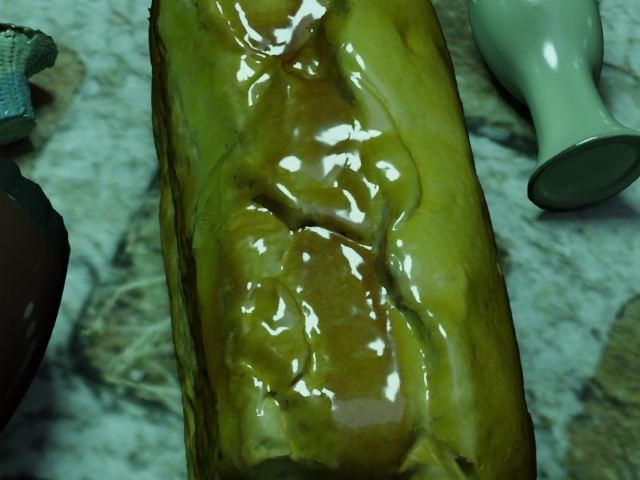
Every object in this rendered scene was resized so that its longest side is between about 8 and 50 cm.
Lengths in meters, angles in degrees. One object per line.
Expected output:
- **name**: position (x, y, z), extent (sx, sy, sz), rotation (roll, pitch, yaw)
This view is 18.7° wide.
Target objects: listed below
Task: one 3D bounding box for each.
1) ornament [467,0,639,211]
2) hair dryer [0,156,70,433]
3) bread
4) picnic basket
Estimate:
- **ornament**: position (0.128, -0.097, 1.080), extent (0.075, 0.081, 0.156), rotation (-25, 56, 13)
- **hair dryer**: position (-0.304, 0.016, 0.813), extent (0.340, 0.123, 0.312), rotation (41, 61, 0)
- **bread**: position (0.006, -0.002, 0.897), extent (0.148, 0.195, 0.344), rotation (-3, 56, -10)
- **picnic basket**: position (-0.176, -0.091, 0.999), extent (0.083, 0.065, 0.083), rotation (-19, 76, -21)
